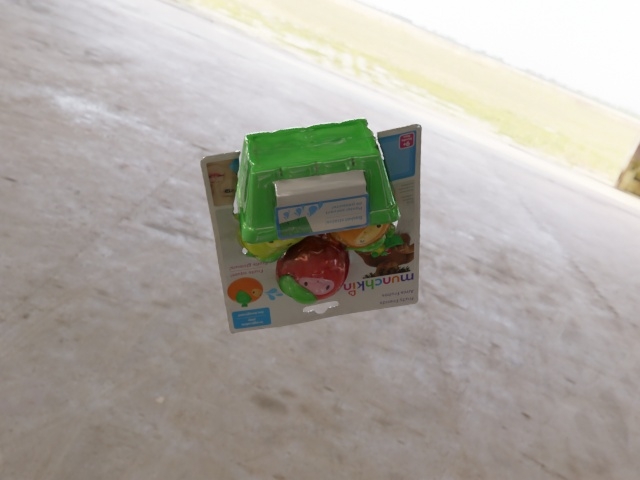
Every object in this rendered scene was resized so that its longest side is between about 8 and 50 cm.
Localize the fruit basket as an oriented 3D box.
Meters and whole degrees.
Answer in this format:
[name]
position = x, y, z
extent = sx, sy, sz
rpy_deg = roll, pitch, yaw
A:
[fruit basket]
position = 0.000, 0.000, 1.277
extent = 0.326, 0.353, 0.165
rpy_deg = -8, 33, -6
